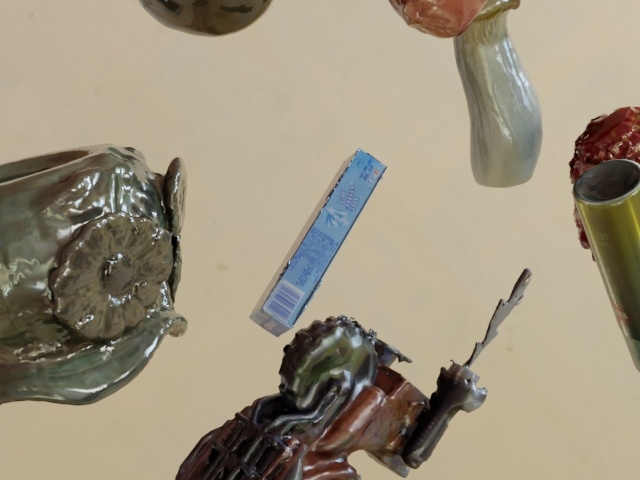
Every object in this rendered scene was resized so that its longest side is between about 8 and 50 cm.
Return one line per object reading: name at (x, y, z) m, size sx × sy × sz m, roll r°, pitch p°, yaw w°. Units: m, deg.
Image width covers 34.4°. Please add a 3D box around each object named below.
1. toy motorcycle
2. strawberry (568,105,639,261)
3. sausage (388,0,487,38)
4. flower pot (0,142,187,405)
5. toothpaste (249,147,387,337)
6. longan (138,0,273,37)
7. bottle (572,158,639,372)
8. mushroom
toy motorcycle at (0.020, 0.167, 0.834) m, size 0.134 × 0.207 × 0.401 m, roll 21°, pitch -107°, yaw 51°
strawberry at (0.419, -0.085, 1.388) m, size 0.234 × 0.178 × 0.234 m, roll -28°, pitch -142°, yaw 25°
sausage at (0.170, -0.358, 1.273) m, size 0.254 × 0.148 × 0.148 m, roll -60°, pitch -160°, yaw -18°
flower pot at (-0.260, 0.029, 1.016) m, size 0.302 × 0.213 × 0.302 m, roll -12°, pitch -166°, yaw 3°
toothpaste at (0.000, 0.000, 1.362) m, size 0.272 × 0.053 × 0.066 m, roll -60°, pitch -173°, yaw -25°
longan at (-0.157, -0.367, 1.362) m, size 0.196 × 0.220 × 0.196 m, roll -37°, pitch 172°, yaw -6°
bottle at (0.366, 0.040, 1.187) m, size 0.082 × 0.286 × 0.082 m, roll -20°, pitch -146°, yaw 14°
mushroom at (0.258, -0.228, 1.525) m, size 0.122 × 0.328 × 0.159 m, roll -13°, pitch -149°, yaw 7°
